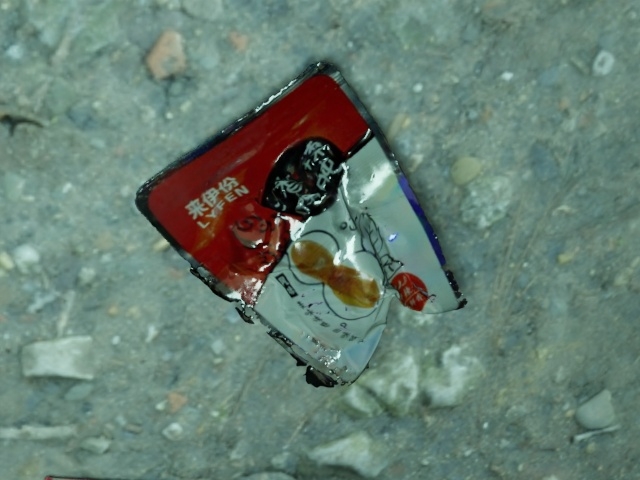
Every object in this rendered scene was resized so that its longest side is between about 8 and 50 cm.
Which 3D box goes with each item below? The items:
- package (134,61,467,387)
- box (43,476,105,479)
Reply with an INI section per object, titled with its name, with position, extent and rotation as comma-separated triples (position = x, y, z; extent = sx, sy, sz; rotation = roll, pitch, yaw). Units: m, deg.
[package]
position = 0.000, 0.000, 1.154
extent = 0.194, 0.071, 0.269
rotation = -40, 114, 2
[box]
position = -0.108, 0.413, 1.215
extent = 0.312, 0.300, 0.314
rotation = 7, 118, -26
